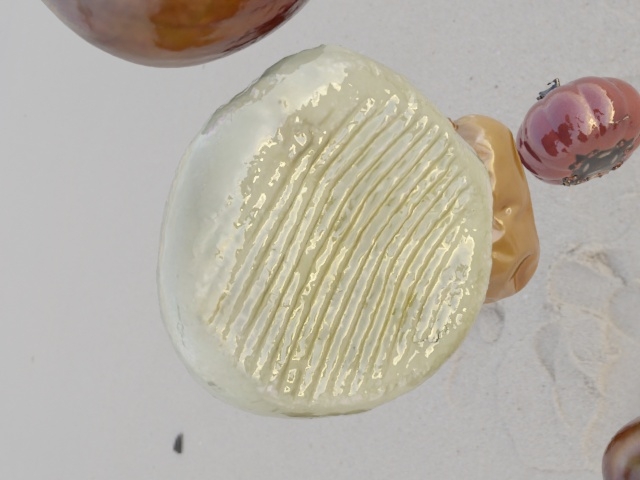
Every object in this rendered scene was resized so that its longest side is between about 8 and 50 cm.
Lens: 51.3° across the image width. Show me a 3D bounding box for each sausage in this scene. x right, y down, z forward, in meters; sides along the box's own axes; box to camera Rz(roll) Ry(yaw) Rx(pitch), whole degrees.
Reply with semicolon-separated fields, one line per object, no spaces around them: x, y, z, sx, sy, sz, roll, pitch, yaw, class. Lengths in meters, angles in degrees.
0.185;-0.035;0.808;0.120;0.136;0.241;-149;43;-68;sausage

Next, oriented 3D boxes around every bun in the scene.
0.000;0.000;0.427;0.133;0.231;0.231;13;92;63;bun

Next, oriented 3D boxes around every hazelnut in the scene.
-0.101;-0.220;0.425;0.181;0.212;0.181;-17;23;10;hazelnut

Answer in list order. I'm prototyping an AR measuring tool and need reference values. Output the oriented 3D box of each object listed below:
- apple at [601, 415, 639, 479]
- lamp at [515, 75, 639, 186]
0.372;0.236;0.480;0.288;0.317;0.288;11;-90;-90;apple
0.363;-0.159;0.941;0.182;0.182;0.140;-37;58;37;lamp
